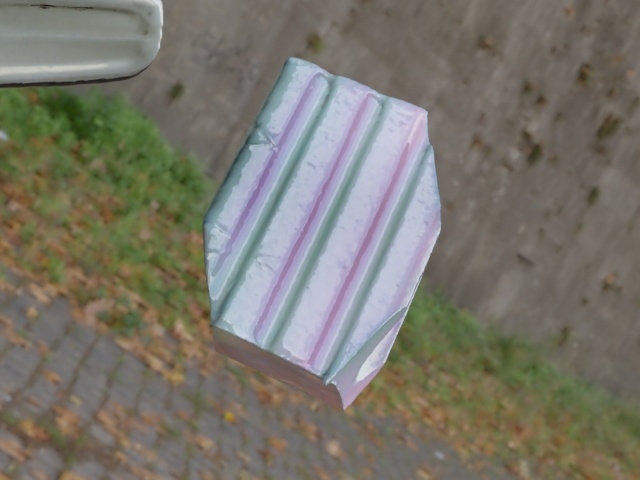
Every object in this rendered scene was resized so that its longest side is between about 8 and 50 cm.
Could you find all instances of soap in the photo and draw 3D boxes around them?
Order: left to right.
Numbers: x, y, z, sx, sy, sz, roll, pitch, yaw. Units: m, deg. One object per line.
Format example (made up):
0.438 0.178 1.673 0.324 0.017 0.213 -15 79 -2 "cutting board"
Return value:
0.000 0.000 0.614 0.100 0.149 0.056 21 -27 7 "soap"

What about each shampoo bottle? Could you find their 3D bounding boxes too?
-0.187 -0.187 0.706 0.153 0.071 0.284 -5 46 -19 "shampoo bottle"
